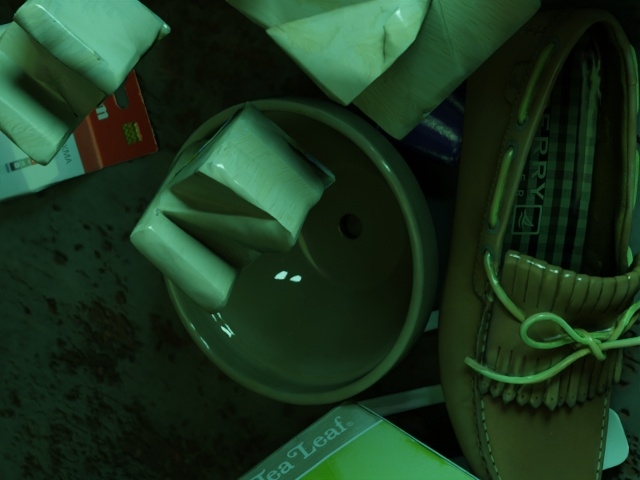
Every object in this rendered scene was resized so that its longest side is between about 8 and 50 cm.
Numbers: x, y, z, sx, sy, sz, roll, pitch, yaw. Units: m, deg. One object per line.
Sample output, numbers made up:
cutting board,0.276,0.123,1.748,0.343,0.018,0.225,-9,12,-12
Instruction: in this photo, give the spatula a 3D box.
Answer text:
spatula,0.111,0.120,1.433,0.242,0.019,0.168,-17,93,28

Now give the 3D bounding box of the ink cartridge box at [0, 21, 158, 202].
ink cartridge box,-0.238,-0.117,1.547,0.179,0.045,0.145,-14,94,31

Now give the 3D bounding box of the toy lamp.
toy lamp,0.007,-0.148,1.396,0.274,0.080,0.080,34,113,17

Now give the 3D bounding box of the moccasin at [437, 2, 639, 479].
moccasin,0.173,0.024,1.296,0.147,0.139,0.380,-165,81,-65

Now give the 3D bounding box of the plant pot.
plant pot,0.000,0.000,1.407,0.237,0.109,0.237,9,107,31

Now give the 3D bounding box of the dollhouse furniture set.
dollhouse furniture set,-0.053,-0.240,1.028,0.394,0.256,0.362,41,119,-11

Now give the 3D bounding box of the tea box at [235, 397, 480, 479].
tea box,0.021,0.336,1.273,0.323,0.329,0.220,32,144,39
